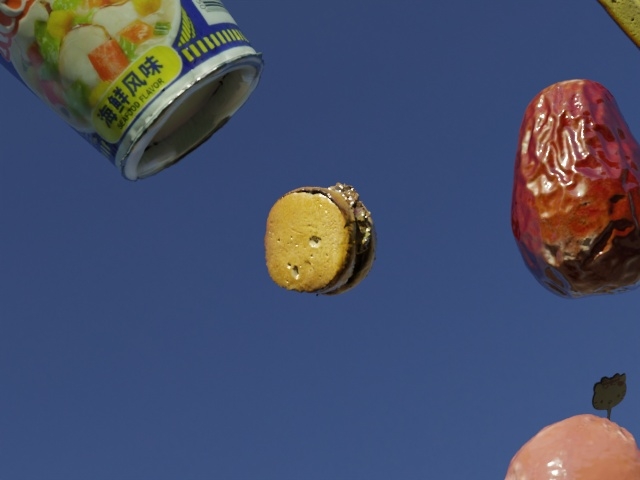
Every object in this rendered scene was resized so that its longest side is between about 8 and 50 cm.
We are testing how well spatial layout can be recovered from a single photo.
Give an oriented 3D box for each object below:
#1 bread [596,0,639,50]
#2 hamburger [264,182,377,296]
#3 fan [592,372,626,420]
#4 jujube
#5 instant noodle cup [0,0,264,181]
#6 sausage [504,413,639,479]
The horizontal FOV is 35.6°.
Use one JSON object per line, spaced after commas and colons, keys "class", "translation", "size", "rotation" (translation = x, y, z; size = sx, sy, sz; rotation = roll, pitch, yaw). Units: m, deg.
{"class": "bread", "translation": [0.419, -0.342, 1.388], "size": [0.049, 0.226, 0.088], "rotation": [-45, -9, 36]}
{"class": "hamburger", "translation": [0.006, -0.005, 1.612], "size": [0.118, 0.182, 0.191], "rotation": [-2, -63, -57]}
{"class": "fan", "translation": [0.370, 0.207, 1.279], "size": [0.056, 0.004, 0.083], "rotation": [-13, -64, -22]}
{"class": "jujube", "translation": [0.311, -0.058, 1.181], "size": [0.190, 0.255, 0.190], "rotation": [-9, -16, -3]}
{"class": "instant noodle cup", "translation": [-0.229, -0.240, 1.062], "size": [0.284, 0.284, 0.312], "rotation": [-43, -96, 12]}
{"class": "sausage", "translation": [0.227, 0.288, 0.912], "size": [0.148, 0.254, 0.148], "rotation": [2, -23, 1]}
